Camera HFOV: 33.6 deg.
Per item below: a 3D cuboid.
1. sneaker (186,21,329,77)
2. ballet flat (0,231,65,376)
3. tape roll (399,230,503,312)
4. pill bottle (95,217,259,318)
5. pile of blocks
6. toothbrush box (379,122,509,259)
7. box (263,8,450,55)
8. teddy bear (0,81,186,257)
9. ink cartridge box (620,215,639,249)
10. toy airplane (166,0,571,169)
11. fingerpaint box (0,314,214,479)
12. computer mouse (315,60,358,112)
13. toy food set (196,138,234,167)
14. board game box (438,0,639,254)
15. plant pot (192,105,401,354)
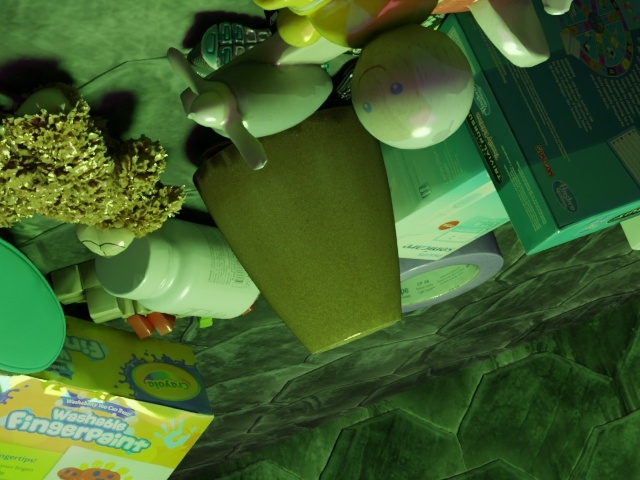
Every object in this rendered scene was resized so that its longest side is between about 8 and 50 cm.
[{"bbox_3d":[-0.066,-0.188,1.099,0.166,0.065,0.076,3,169,-38],"label":"sneaker"},{"bbox_3d":[-0.467,0.030,1.215,0.182,0.164,0.483,13,163,18],"label":"ballet flat"},{"bbox_3d":[0.180,0.042,1.877,0.274,0.090,0.275,-15,162,-5],"label":"tape roll"},{"bbox_3d":[-0.196,0.037,1.474,0.131,0.131,0.229,-28,158,28],"label":"pill bottle"},{"bbox_3d":[-0.243,0.101,1.638,0.362,0.113,0.149,-2,155,-37],"label":"pile of blocks"},{"bbox_3d":[0.187,-0.090,1.466,0.295,0.126,0.216,-30,157,36],"label":"toothbrush box"},{"bbox_3d":[0.070,-0.252,1.042,0.184,0.045,0.190,-2,155,-43],"label":"box"},{"bbox_3d":[-0.277,-0.064,1.162,0.245,0.113,0.338,-13,160,-6],"label":"teddy bear"},{"bbox_3d":[0.568,-0.090,1.678,0.273,0.198,0.115,2,152,-45],"label":"ink cartridge box"},{"bbox_3d":[0.066,-0.188,0.793,0.384,0.272,0.386,-6,160,-5],"label":"toy airplane"},{"bbox_3d":[-0.447,0.285,1.556,0.444,0.163,0.371,19,119,-35],"label":"fingerpaint box"},{"bbox_3d":[-0.040,-0.168,1.185,0.193,0.042,0.106,-7,164,-42],"label":"computer mouse"},{"bbox_3d":[-0.114,-0.104,1.324,0.083,0.020,0.082,-17,161,1],"label":"toy food set"},{"bbox_3d":[0.320,-0.155,1.136,0.336,0.254,0.079,-17,166,-21],"label":"board game box"},{"bbox_3d":[0.000,0.000,1.292,0.237,0.254,0.237,-22,173,-3],"label":"plant pot"}]
